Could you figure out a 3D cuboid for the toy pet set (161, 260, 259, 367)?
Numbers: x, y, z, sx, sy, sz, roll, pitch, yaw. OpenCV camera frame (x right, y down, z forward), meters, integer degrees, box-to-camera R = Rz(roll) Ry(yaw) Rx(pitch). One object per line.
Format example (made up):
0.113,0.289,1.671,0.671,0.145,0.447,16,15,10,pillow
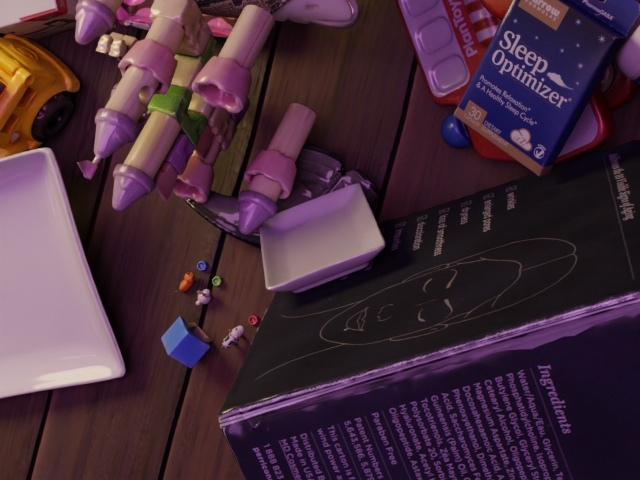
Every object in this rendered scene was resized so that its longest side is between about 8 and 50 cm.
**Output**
-0.168,0.108,1.749,0.122,0.065,0.114,44,101,11,toy pet set

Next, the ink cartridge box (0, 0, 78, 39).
-0.386,-0.327,1.762,0.109,0.150,0.063,-13,91,15,ink cartridge box

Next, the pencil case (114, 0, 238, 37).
-0.181,-0.324,1.737,0.209,0.095,0.098,8,57,17,pencil case

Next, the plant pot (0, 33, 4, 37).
-0.604,-0.373,1.776,0.267,0.236,0.267,40,100,12,plant pot

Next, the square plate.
-0.476,0.060,1.799,0.347,0.049,0.344,-12,107,15,square plate

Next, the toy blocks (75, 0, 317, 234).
-0.205,-0.140,1.595,0.309,0.288,0.260,17,70,22,toy blocks

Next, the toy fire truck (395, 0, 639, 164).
0.241,-0.234,1.604,0.254,0.169,0.302,-24,84,39,toy fire truck

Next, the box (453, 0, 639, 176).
0.258,-0.205,1.466,0.136,0.036,0.225,39,119,25,box

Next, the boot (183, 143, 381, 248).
-0.051,-0.061,1.721,0.246,0.083,0.161,26,86,12,boot

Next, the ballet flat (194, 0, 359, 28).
0.052,-0.377,1.568,0.483,0.164,0.182,-35,101,5,ballet flat

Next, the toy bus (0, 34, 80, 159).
-0.470,-0.176,1.755,0.149,0.211,0.220,37,101,10,toy bus

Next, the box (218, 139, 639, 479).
0.196,0.145,1.410,0.471,0.480,0.297,-20,106,15,box

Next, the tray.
0.000,0.000,1.549,0.145,0.270,0.030,-22,108,2,tray

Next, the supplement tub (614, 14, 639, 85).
0.536,-0.209,1.453,0.331,0.241,0.241,35,99,2,supplement tub
